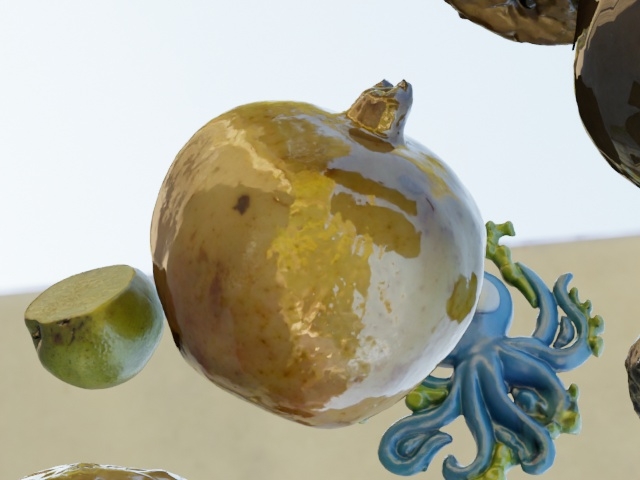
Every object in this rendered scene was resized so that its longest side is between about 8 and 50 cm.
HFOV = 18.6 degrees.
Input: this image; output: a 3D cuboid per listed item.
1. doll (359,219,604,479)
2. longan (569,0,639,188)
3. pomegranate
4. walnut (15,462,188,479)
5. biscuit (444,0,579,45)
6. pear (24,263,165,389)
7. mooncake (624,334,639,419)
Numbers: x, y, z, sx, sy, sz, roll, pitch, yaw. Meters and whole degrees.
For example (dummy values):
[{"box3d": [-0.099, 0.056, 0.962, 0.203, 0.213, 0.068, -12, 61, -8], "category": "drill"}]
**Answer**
[{"box3d": [0.194, 0.152, 2.447, 0.341, 0.346, 0.099, 56, -8, 33], "category": "doll"}, {"box3d": [0.320, -0.163, 1.459, 0.297, 0.297, 0.297, 175, -90, -72], "category": "longan"}, {"box3d": [0.000, 0.000, 1.846, 0.342, 0.342, 0.342, 175, -90, -72], "category": "pomegranate"}, {"box3d": [-0.163, 0.312, 1.571, 0.252, 0.313, 0.277, -30, 119, -65], "category": "walnut"}, {"box3d": [0.206, -0.284, 1.631, 0.075, 0.296, 0.296, -79, 179, -51], "category": "biscuit"}, {"box3d": [-0.222, 0.094, 1.963, 0.141, 0.141, 0.104, -145, -145, -67], "category": "pear"}, {"box3d": [0.407, 0.154, 1.952, 0.228, 0.124, 0.228, 34, -23, 17], "category": "mooncake"}]
